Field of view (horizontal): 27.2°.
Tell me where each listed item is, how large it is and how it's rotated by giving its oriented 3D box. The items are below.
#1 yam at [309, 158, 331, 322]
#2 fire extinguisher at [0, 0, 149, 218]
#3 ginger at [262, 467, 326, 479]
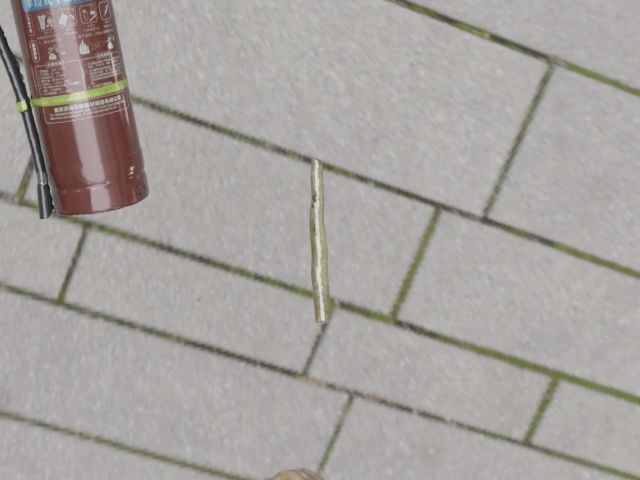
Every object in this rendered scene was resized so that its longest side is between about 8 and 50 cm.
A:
[{"bbox_3d":[-0.001,0.000,1.839,0.029,0.027,0.234,3,77,-24],"label":"yam"},{"bbox_3d":[-0.093,-0.077,0.480,0.056,0.039,0.132,-17,105,-25],"label":"fire extinguisher"},{"bbox_3d":[0.021,0.246,0.970,0.204,0.080,0.104,46,135,-11],"label":"ginger"}]
